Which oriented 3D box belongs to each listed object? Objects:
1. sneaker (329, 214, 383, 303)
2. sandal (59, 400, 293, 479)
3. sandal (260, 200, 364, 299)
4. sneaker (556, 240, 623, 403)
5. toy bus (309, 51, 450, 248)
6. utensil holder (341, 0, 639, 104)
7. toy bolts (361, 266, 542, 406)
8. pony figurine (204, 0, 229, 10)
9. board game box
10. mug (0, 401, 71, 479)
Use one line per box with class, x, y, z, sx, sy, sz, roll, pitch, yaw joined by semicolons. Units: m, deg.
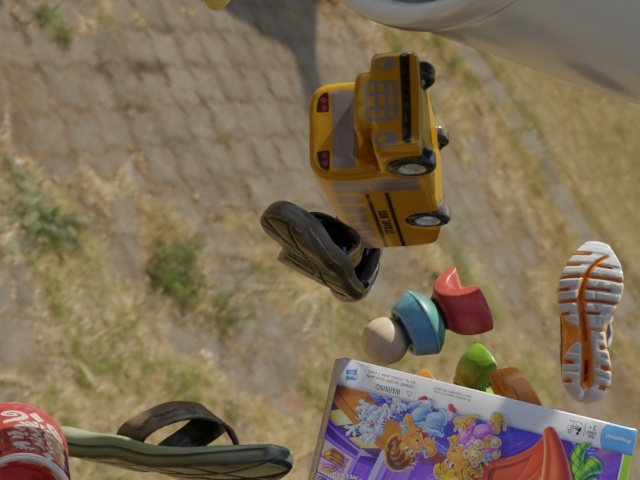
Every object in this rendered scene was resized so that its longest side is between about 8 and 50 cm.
sneaker;0.056;-0.031;1.691;0.121;0.079;0.217;91;7;-83
sandal;-0.172;0.220;1.534;0.120;0.302;0.086;39;59;-57
sandal;0.000;0.000;1.247;0.090;0.060;0.219;27;-11;20
sneaker;0.350;0.108;1.810;0.083;0.084;0.215;44;54;-78
toy bus;0.068;-0.087;1.458;0.333;0.130;0.108;58;31;-71
utensil holder;0.231;-0.304;1.213;0.385;0.327;0.328;11;52;-43
toy bolts;0.153;0.172;1.710;0.228;0.158;0.218;68;-11;-20
pony figurine;-0.014;-0.500;1.905;0.303;0.363;0.351;40;64;-26
board game box;0.161;0.286;1.552;0.347;0.078;0.233;14;83;-4
mug;-0.290;0.207;1.221;0.150;0.113;0.169;33;-4;-17
